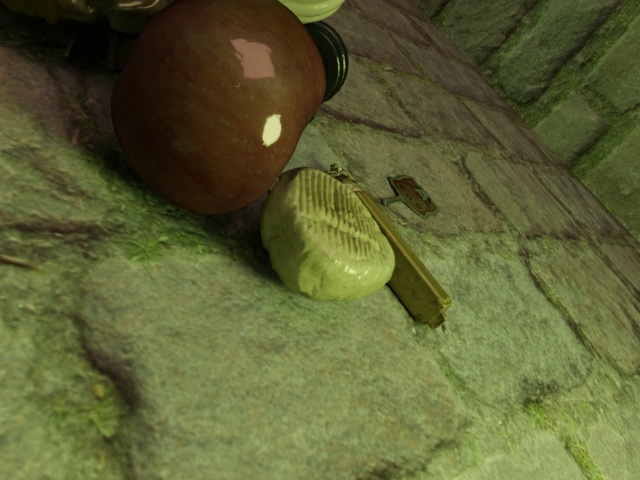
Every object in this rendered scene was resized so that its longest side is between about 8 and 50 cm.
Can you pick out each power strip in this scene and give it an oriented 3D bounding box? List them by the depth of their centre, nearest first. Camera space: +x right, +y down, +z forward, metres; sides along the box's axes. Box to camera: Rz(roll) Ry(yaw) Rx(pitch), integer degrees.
[{"bbox_3d":[0.127,0.031,0.904,0.044,0.064,0.305,-4,53,-56],"label":"power strip"}]

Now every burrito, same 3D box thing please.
[{"bbox_3d":[0.077,-0.074,0.994,0.188,0.045,0.058,46,40,4],"label":"burrito"}]

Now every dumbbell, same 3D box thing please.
[{"bbox_3d":[-0.059,-0.328,1.031,0.185,0.185,0.388,37,33,-5],"label":"dumbbell"}]

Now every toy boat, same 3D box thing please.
[{"bbox_3d":[-0.297,-0.320,0.865,0.121,0.089,0.321,13,40,-23],"label":"toy boat"}]

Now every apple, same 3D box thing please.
[{"bbox_3d":[-0.133,-0.189,0.690,0.235,0.306,0.306,33,34,-13],"label":"apple"}]

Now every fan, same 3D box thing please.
[{"bbox_3d":[0.195,-0.097,1.174,0.132,0.009,0.220,52,34,17],"label":"fan"}]

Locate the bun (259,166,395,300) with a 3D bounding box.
[{"bbox_3d":[0.000,0.000,0.749,0.220,0.134,0.220,34,29,-22],"label":"bun"}]

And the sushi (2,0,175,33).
[{"bbox_3d":[-0.336,-0.484,0.792,0.396,0.240,0.351,-15,46,-28],"label":"sushi"}]

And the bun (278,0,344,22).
[{"bbox_3d":[-0.076,-0.472,0.915,0.263,0.263,0.175,30,74,-16],"label":"bun"}]
